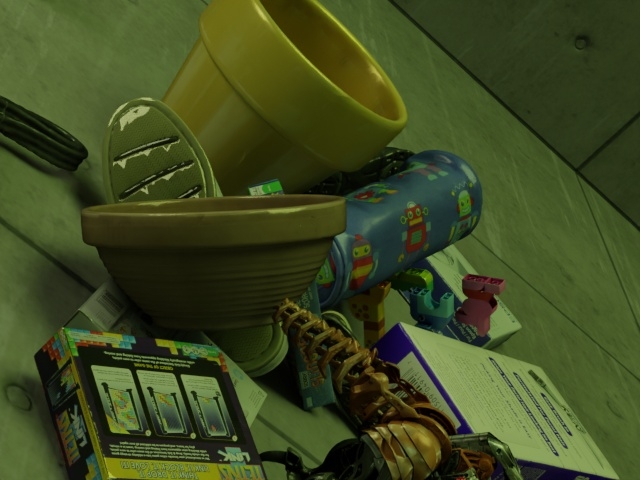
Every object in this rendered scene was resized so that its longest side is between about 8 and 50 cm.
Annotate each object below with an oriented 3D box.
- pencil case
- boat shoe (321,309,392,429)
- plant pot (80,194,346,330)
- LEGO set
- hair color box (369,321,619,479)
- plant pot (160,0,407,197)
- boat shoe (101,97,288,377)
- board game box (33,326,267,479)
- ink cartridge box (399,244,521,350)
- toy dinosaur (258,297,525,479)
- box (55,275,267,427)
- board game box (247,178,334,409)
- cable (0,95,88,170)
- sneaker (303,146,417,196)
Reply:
[{"bbox_3d":[0.058,-0.015,1.749,0.306,0.133,0.119,-24,113,-48],"label":"pencil case"},{"bbox_3d":[0.033,0.146,1.614,0.152,0.056,0.049,60,4,2],"label":"boat shoe"},{"bbox_3d":[-0.093,0.019,1.359,0.237,0.237,0.110,-12,101,-68],"label":"plant pot"},{"bbox_3d":[0.094,0.087,1.784,0.227,0.093,0.087,9,25,26],"label":"LEGO set"},{"bbox_3d":[0.189,0.219,1.760,0.339,0.110,0.185,19,32,-51],"label":"hair color box"},{"bbox_3d":[-0.071,-0.143,1.732,0.254,0.239,0.254,40,20,-18],"label":"plant pot"},{"bbox_3d":[-0.129,0.003,1.528,0.103,0.113,0.302,67,-3,-77],"label":"boat shoe"},{"bbox_3d":[-0.135,0.147,1.234,0.170,0.048,0.141,12,47,-44],"label":"board game box"},{"bbox_3d":[0.172,0.061,2.140,0.223,0.045,0.224,51,19,12],"label":"ink cartridge box"},{"bbox_3d":[0.057,0.201,1.310,0.164,0.218,0.322,18,44,-60],"label":"toy dinosaur"},{"bbox_3d":[-0.139,0.113,1.376,0.186,0.038,0.145,43,20,-5],"label":"box"},{"bbox_3d":[-0.029,0.056,1.553,0.136,0.035,0.201,-113,-169,-47],"label":"board game box"},{"bbox_3d":[-0.335,-0.118,1.446,0.139,0.072,0.287,35,1,21],"label":"cable"},{"bbox_3d":[0.023,-0.091,1.977,0.286,0.109,0.130,6,17,-46],"label":"sneaker"}]
